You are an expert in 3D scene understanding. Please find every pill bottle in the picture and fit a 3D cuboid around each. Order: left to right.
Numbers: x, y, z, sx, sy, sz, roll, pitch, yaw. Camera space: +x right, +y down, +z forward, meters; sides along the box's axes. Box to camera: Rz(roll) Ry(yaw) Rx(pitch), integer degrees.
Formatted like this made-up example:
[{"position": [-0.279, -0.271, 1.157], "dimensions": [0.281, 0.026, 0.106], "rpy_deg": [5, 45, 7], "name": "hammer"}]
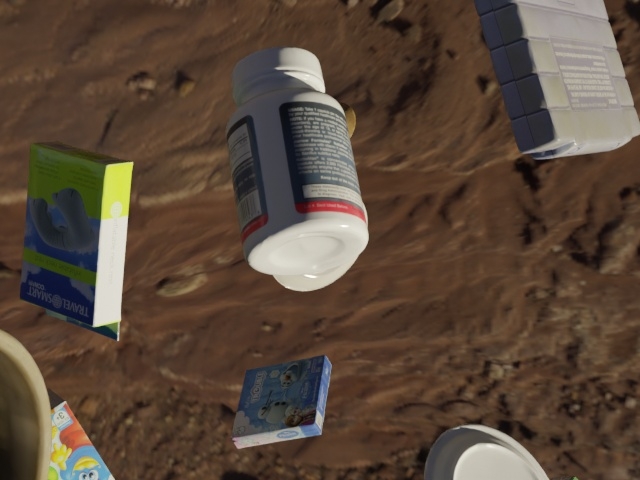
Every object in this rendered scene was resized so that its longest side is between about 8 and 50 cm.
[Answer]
[{"position": [-0.025, -0.070, 1.103], "dimensions": [0.108, 0.108, 0.180], "rpy_deg": [-6, 67, -9], "name": "pill bottle"}]

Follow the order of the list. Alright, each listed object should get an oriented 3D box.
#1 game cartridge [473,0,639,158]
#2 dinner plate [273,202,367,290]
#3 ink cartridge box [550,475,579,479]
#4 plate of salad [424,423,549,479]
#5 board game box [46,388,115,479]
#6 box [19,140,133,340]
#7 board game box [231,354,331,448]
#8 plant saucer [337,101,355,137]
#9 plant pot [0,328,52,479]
[{"position": [0.265, -0.207, 1.426], "dimensions": [0.068, 0.355, 0.230], "rpy_deg": [-13, 89, 28], "name": "game cartridge"}, {"position": [0.000, 0.000, 1.525], "dimensions": [0.141, 0.017, 0.141], "rpy_deg": [-16, 124, -25], "name": "dinner plate"}, {"position": [0.368, 0.467, 1.799], "dimensions": [0.219, 0.092, 0.160], "rpy_deg": [46, 71, 0], "name": "ink cartridge box"}, {"position": [0.191, 0.301, 1.428], "dimensions": [0.200, 0.048, 0.200], "rpy_deg": [20, 50, -25], "name": "plate of salad"}, {"position": [-0.367, 0.372, 1.834], "dimensions": [0.142, 0.144, 0.275], "rpy_deg": [-33, 102, -17], "name": "board game box"}, {"position": [-0.236, 0.002, 1.225], "dimensions": [0.109, 0.042, 0.178], "rpy_deg": [16, 106, 34], "name": "box"}, {"position": [-0.038, 0.159, 1.258], "dimensions": [0.090, 0.090, 0.020], "rpy_deg": [-14, 129, 21], "name": "board game box"}, {"position": [0.007, -0.152, 1.696], "dimensions": [0.083, 0.083, 0.015], "rpy_deg": [-56, 140, -7], "name": "plant saucer"}, {"position": [-0.375, 0.153, 0.790], "dimensions": [0.280, 0.323, 0.323], "rpy_deg": [21, 84, 20], "name": "plant pot"}]
